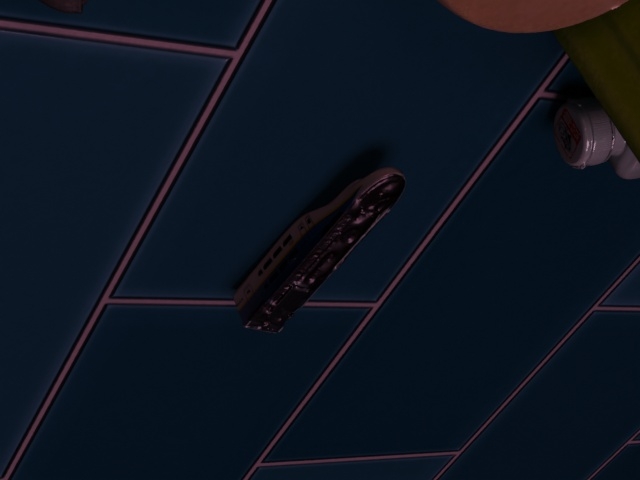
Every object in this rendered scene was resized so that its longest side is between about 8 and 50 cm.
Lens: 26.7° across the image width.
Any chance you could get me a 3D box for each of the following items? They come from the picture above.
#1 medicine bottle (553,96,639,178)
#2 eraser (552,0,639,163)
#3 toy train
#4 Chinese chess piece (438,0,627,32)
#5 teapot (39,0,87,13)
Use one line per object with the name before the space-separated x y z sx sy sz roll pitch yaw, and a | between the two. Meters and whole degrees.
medicine bottle | 0.345 -0.121 1.338 0.229 0.083 0.121 -11 143 -19
eraser | 0.350 -0.138 1.147 0.210 0.274 0.092 -35 146 18
toy train | 0.000 0.000 1.332 0.052 0.051 0.234 12 129 -41
Chinese chess piece | 0.182 -0.278 1.012 0.273 0.102 0.273 -16 147 -10
teapot | -0.188 -0.203 0.940 0.057 0.066 0.088 4 118 -9
